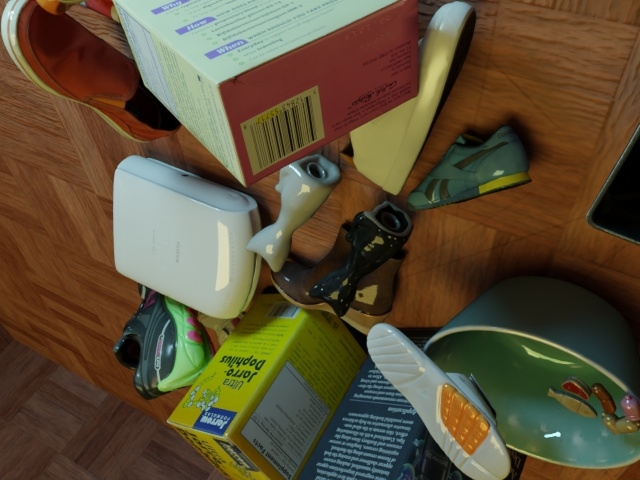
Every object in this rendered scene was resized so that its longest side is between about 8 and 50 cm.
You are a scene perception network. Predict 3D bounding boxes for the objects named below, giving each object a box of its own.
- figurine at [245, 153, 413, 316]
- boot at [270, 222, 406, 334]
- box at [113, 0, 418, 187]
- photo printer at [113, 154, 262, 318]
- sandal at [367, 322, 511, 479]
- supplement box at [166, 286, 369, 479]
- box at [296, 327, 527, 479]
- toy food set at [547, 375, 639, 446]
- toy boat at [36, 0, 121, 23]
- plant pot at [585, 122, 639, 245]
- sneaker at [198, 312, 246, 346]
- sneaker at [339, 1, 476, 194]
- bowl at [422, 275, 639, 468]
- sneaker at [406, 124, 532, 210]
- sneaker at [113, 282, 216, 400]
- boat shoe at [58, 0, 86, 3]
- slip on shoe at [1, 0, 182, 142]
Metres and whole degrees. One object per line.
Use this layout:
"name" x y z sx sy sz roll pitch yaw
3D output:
"figurine" 0.000 0.000 0.946 0.215 0.092 0.209 35 124 2
"boot" 0.025 0.044 1.078 0.248 0.090 0.206 26 133 18
"box" -0.059 -0.202 0.624 0.243 0.214 0.117 44 156 36
"photo printer" -0.251 0.000 1.155 0.308 0.107 0.256 22 121 20
"sandal" 0.178 0.210 0.848 0.265 0.076 0.102 50 135 17
"supplement box" -0.091 0.282 1.200 0.195 0.356 0.194 -6 128 45
"box" 0.176 0.398 1.074 0.212 0.395 0.293 -10 126 48
"toy food set" 0.343 0.197 0.725 0.122 0.019 0.078 31 147 21
"toy boat" -0.311 -0.349 0.795 0.231 0.151 0.151 27 146 13
"plant pot" 0.365 -0.092 0.503 0.187 0.167 0.188 24 146 16
"sneaker" -0.201 0.246 1.474 0.252 0.111 0.103 25 145 16
"sneaker" 0.083 -0.166 0.715 0.123 0.106 0.290 29 148 6
"bowl" 0.320 0.168 0.871 0.312 0.163 0.311 23 145 17
"sneaker" 0.180 -0.090 0.777 0.209 0.069 0.082 -19 87 61
"sneaker" -0.382 0.189 1.380 0.185 0.202 0.483 64 170 -24
"boat shoe" -0.321 -0.430 0.634 0.123 0.123 0.342 -4 114 2
"slip on shoe" -0.324 -0.248 0.902 0.101 0.123 0.331 1 162 24
